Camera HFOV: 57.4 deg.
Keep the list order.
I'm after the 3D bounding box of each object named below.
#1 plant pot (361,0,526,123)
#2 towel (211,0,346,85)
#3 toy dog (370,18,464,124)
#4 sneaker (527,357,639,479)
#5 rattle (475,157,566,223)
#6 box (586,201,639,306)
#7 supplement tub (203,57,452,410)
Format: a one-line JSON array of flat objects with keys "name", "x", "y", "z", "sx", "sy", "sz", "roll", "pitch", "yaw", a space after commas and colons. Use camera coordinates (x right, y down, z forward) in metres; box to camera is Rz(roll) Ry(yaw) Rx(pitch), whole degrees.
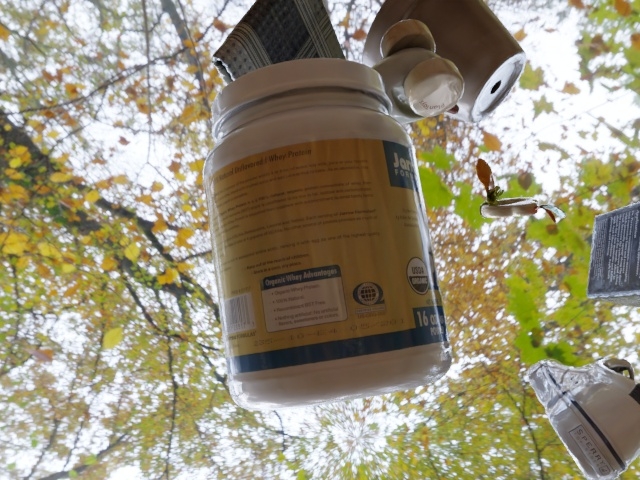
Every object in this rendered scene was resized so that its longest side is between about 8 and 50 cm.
[{"name": "plant pot", "x": 0.307, "y": -0.430, "z": 1.360, "sx": 0.323, "sy": 0.323, "sz": 0.280, "roll": -42, "pitch": -112, "yaw": -10}, {"name": "towel", "x": -0.059, "y": -0.329, "z": 1.160, "sx": 0.056, "sy": 0.324, "sz": 0.312, "roll": 9, "pitch": -123, "yaw": 34}, {"name": "toy dog", "x": 0.089, "y": -0.195, "z": 0.939, "sx": 0.333, "sy": 0.161, "sz": 0.220, "roll": -14, "pitch": -125, "yaw": 36}, {"name": "sneaker", "x": 0.268, "y": 0.158, "z": 0.567, "sx": 0.091, "sy": 0.258, "sz": 0.094, "roll": -33, "pitch": -97, "yaw": 11}, {"name": "rattle", "x": 0.441, "y": -0.112, "z": 1.293, "sx": 0.130, "sy": 0.199, "sz": 0.143, "roll": 5, "pitch": -89, "yaw": -20}, {"name": "box", "x": 0.809, "y": 0.038, "z": 1.237, "sx": 0.293, "sy": 0.395, "sz": 0.212, "roll": 10, "pitch": -98, "yaw": -4}, {"name": "supplement tub", "x": 0.000, "y": 0.000, "z": 0.389, "sx": 0.144, "sy": 0.144, "sz": 0.200, "roll": -9, "pitch": -100, "yaw": 0}]
